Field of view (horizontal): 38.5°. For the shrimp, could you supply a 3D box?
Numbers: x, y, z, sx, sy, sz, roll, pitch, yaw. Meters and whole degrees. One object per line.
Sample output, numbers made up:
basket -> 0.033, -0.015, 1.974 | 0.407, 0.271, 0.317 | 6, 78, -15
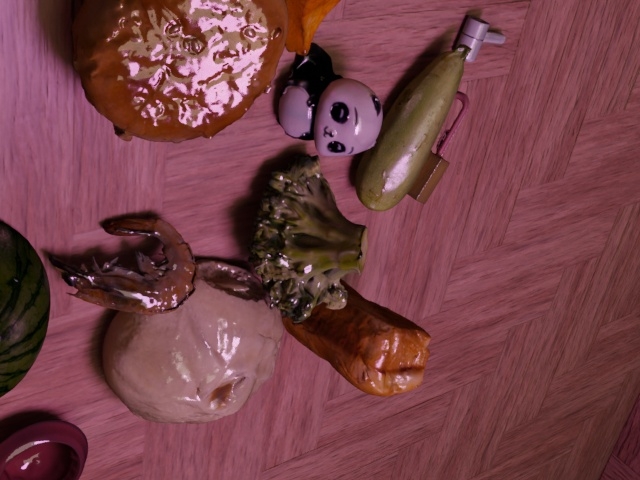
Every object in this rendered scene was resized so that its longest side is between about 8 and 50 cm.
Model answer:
shrimp -> -0.323, 0.035, 1.548 | 0.253, 0.058, 0.173 | 22, 81, -23

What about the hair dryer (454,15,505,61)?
hair dryer -> 0.329, -0.404, 1.848 | 0.137, 0.047, 0.082 | -10, 129, -47

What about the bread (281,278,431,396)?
bread -> 0.057, 0.183, 1.846 | 0.195, 0.344, 0.149 | 12, 104, -45

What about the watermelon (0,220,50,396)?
watermelon -> -0.540, 0.142, 1.388 | 0.330, 0.189, 0.331 | -25, 142, -22

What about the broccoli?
broccoli -> 0.000, 0.000, 1.701 | 0.248, 0.245, 0.288 | -47, 137, -43

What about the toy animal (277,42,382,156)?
toy animal -> 0.022, -0.233, 1.605 | 0.138, 0.179, 0.166 | -36, 149, -37

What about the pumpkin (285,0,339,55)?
pumpkin -> 0.027, -0.428, 1.438 | 0.258, 0.095, 0.290 | -44, 172, -8

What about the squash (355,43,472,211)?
squash -> 0.178, -0.225, 1.798 | 0.118, 0.118, 0.371 | 12, 111, -47

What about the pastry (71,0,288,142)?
pastry -> -0.206, -0.294, 1.317 | 0.315, 0.184, 0.284 | -39, 128, 6

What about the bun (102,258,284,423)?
bun -> -0.221, 0.219, 1.728 | 0.364, 0.202, 0.364 | -23, 136, -25

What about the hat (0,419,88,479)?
hat -> -0.528, 0.404, 1.684 | 0.205, 0.089, 0.206 | -21, 129, -28

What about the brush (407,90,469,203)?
brush -> 0.233, -0.200, 1.880 | 0.047, 0.103, 0.233 | 17, 108, -51
